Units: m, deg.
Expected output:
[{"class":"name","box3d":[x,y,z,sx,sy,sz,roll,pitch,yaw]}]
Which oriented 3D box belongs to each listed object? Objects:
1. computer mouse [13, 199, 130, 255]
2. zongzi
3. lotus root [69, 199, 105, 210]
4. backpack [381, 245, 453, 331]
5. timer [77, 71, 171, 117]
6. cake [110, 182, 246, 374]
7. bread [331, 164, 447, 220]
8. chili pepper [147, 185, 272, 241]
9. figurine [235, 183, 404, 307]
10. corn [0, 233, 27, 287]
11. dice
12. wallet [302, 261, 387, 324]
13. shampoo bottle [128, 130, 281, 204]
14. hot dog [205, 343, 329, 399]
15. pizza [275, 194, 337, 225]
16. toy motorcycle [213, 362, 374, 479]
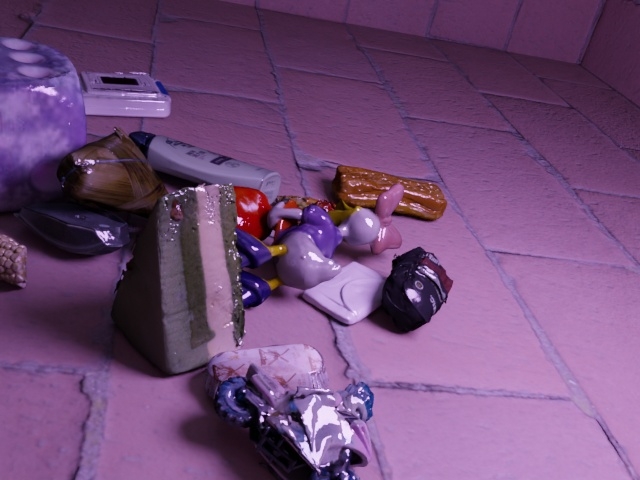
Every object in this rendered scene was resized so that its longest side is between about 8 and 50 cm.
[{"class":"computer mouse","box3d":[-0.453,-0.019,1.265,0.231,0.071,0.126,17,16,20]},{"class":"zongzi","box3d":[-0.365,-0.080,1.291,0.242,0.112,0.221,52,19,-10]},{"class":"lotus root","box3d":[-0.444,-0.096,1.399,0.073,0.062,0.150,24,33,17]},{"class":"backpack","box3d":[0.180,0.093,1.286,0.120,0.106,0.165,49,33,-14]},{"class":"timer","box3d":[-0.537,-0.394,1.844,0.253,0.078,0.178,-4,34,-27]},{"class":"cake","box3d":[-0.185,0.066,1.044,0.158,0.284,0.172,-20,61,-43]},{"class":"bread","box3d":[0.164,-0.116,1.667,0.270,0.077,0.139,8,27,-12]},{"class":"chili pepper","box3d":[-0.163,-0.041,1.356,0.338,0.131,0.134,-16,42,-41]},{"class":"figurine","box3d":[-0.007,0.000,1.303,0.193,0.154,0.421,22,34,35]},{"class":"corn","box3d":[-0.571,0.010,1.154,0.210,0.087,0.087,18,31,4]},{"class":"dice","box3d":[-0.621,-0.230,1.343,0.270,0.271,0.270,-9,37,-33]},{"class":"wallet","box3d":[0.061,0.095,1.320,0.124,0.032,0.183,28,34,27]},{"class":"shampoo bottle","box3d":[-0.273,-0.164,1.539,0.359,0.078,0.134,19,17,17]},{"class":"hot dog","box3d":[-0.082,0.203,1.057,0.191,0.059,0.108,-1,31,-18]},{"class":"pizza","box3d":[0.001,-0.051,1.502,0.201,0.053,0.193,12,26,-9]},{"class":"toy motorcycle","box3d":[-0.010,0.248,0.971,0.239,0.108,0.204,49,44,8]}]
